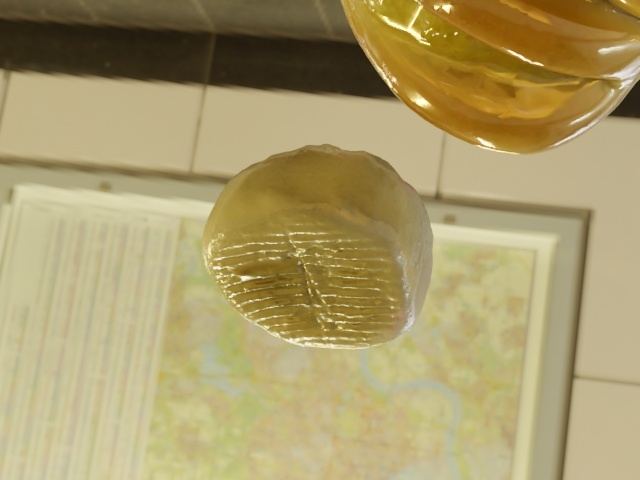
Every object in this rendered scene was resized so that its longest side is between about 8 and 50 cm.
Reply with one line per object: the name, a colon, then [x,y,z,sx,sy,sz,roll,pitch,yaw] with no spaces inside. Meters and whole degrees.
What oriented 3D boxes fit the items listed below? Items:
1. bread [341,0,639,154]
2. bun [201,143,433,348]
bread: [0.127,-0.231,0.925,0.270,0.315,0.211,-35,152,33]
bun: [0.000,0.000,1.152,0.193,0.128,0.178,-4,126,19]
